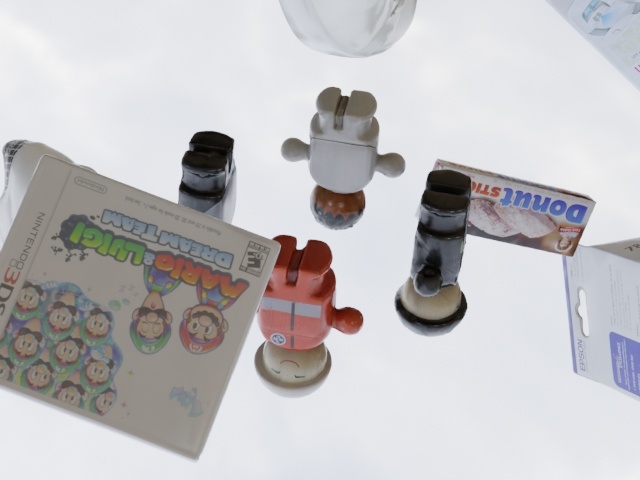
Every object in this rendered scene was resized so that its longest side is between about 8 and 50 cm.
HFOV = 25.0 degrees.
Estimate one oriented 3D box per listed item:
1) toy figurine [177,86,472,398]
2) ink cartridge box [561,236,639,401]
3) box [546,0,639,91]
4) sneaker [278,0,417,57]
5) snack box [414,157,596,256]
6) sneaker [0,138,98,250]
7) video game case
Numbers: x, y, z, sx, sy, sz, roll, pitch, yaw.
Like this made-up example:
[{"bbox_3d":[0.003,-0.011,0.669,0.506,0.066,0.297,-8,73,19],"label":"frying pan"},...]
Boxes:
[{"bbox_3d":[0.000,0.000,1.144,0.213,0.148,0.209,-25,-130,-26],"label":"toy figurine"},{"bbox_3d":[0.367,0.097,1.418,0.065,0.165,0.332,-19,-158,-25],"label":"ink cartridge box"},{"bbox_3d":[0.397,-0.329,1.649,0.231,0.127,0.262,42,-120,-8],"label":"box"},{"bbox_3d":[0.036,-0.174,0.821,0.123,0.106,0.290,5,169,17],"label":"sneaker"},{"bbox_3d":[0.183,-0.031,1.424,0.178,0.064,0.022,12,-160,-24],"label":"snack box"},{"bbox_3d":[-0.253,0.023,1.312,0.095,0.235,0.090,26,-152,31],"label":"sneaker"},{"bbox_3d":[-0.121,0.040,0.870,0.157,0.019,0.143,21,-105,-1],"label":"video game case"}]
